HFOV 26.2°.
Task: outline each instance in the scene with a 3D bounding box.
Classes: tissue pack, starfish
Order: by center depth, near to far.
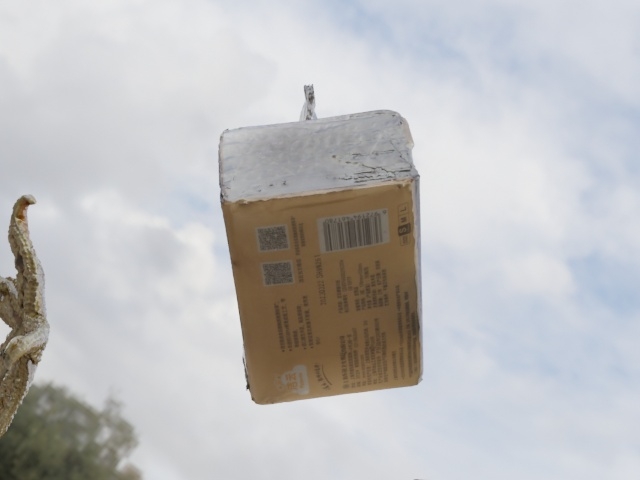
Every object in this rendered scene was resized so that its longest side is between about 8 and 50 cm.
[{"bbox_3d":[0.000,0.000,1.564,0.238,0.238,0.305,23,-43,30],"label":"tissue pack"},{"bbox_3d":[-0.422,0.123,1.872,0.094,0.375,0.327,7,-5,-26],"label":"starfish"}]

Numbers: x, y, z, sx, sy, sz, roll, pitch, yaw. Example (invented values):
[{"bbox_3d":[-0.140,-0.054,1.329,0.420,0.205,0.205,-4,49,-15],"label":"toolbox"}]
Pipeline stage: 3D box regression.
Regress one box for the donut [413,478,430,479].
[{"bbox_3d":[0.078,0.307,1.029,0.085,0.199,0.233,11,-49,-29],"label":"donut"}]
